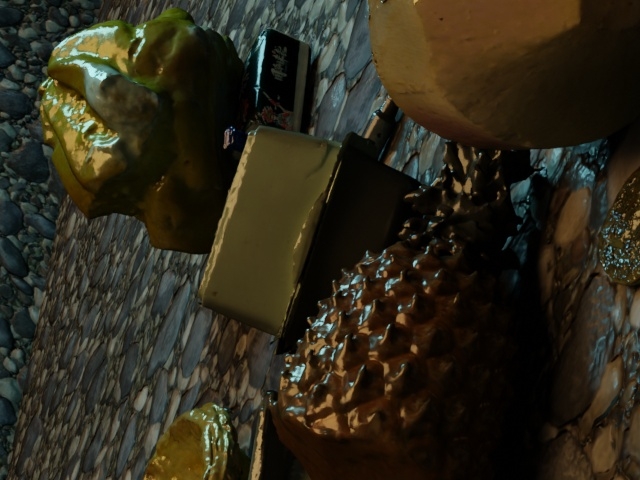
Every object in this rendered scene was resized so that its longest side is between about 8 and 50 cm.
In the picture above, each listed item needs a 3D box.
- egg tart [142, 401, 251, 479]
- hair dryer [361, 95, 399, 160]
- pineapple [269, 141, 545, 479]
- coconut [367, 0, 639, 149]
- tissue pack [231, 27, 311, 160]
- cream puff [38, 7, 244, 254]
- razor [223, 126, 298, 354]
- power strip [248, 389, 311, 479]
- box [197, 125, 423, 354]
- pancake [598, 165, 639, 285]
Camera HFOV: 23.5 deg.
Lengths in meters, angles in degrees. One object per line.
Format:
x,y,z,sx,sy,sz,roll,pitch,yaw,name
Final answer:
-0.144,0.331,1.793,0.294,0.123,0.294,-55,21,33,egg tart
0.042,-0.094,1.808,0.195,0.050,0.173,-66,20,1,hair dryer
0.100,0.061,1.305,0.362,0.202,0.202,-62,14,-25,pineapple
0.168,-0.186,1.232,0.259,0.259,0.259,-55,24,40,coconut
-0.069,-0.195,2.141,0.103,0.090,0.170,130,153,-52,tissue pack
-0.252,-0.163,2.178,0.378,0.275,0.378,-6,-90,-77,cream puff
-0.042,0.001,1.837,0.056,0.093,0.324,-33,55,31,razor
0.012,0.254,1.365,0.064,0.213,0.198,-11,60,30,power strip
0.000,0.000,1.512,0.290,0.166,0.220,-5,-66,-82,box
0.247,-0.015,1.182,0.108,0.017,0.108,-50,29,40,pancake
